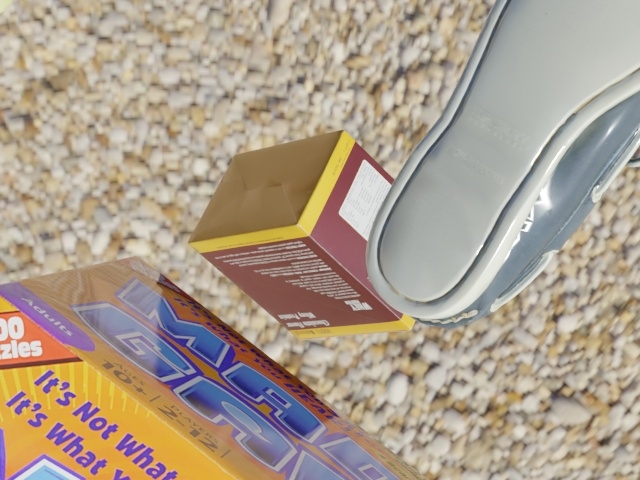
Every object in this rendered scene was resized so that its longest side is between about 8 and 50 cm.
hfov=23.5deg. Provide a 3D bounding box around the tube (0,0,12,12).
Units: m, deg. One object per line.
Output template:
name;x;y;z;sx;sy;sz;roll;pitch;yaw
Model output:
tube;-0.250;-0.201;0.967;0.070;0.240;0.062;27;84;10

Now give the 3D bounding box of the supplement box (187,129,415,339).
supplement box;0.000;0.000;1.702;0.194;0.191;0.129;43;58;-29

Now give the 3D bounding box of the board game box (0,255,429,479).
board game box;-0.155;0.265;1.187;0.356;0.356;0.356;37;98;6

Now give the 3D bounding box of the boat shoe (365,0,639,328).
boat shoe;0.121;-0.064;0.755;0.095;0.079;0.254;34;97;28
